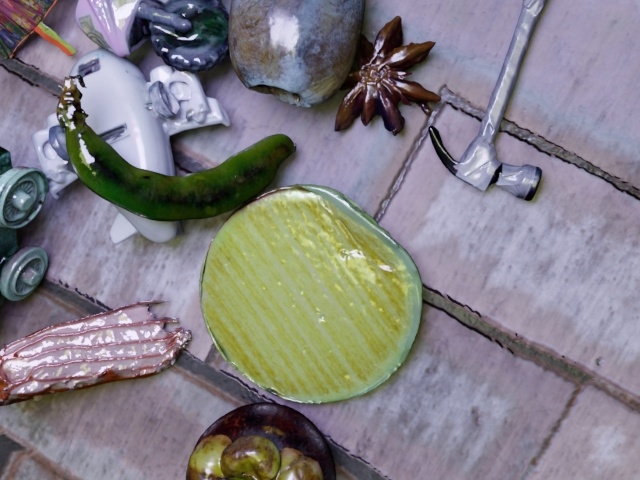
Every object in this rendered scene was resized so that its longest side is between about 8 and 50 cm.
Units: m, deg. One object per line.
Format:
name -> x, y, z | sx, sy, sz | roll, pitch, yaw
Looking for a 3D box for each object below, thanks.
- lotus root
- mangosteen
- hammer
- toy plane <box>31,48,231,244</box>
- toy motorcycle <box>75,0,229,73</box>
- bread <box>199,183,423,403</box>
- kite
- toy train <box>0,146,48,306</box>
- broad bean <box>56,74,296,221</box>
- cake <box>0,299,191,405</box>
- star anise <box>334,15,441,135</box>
lotus root -> -0.019, -0.320, 0.786 | 0.158, 0.140, 0.322 | 9, 81, -8
mangosteen -> -0.081, 0.300, 0.810 | 0.192, 0.217, 0.192 | -1, 86, 11
hammer -> 0.264, -0.267, 0.815 | 0.152, 0.044, 0.427 | 21, 95, 8
toy plane -> -0.247, -0.122, 0.860 | 0.267, 0.122, 0.266 | 0, 92, 7
toy motorcycle -> -0.216, -0.358, 0.826 | 0.188, 0.143, 0.327 | -8, 78, -4
bread -> -0.017, 0.077, 0.862 | 0.301, 0.045, 0.301 | 2, 101, 12
kite -> -0.391, -0.301, 0.846 | 0.241, 0.183, 0.014 | -17, 49, 39
toy train -> -0.468, 0.005, 0.824 | 0.150, 0.221, 0.304 | 26, 129, 11
broad bean -> -0.171, -0.091, 0.789 | 0.292, 0.049, 0.144 | 11, 91, -25
cake -> -0.321, 0.158, 0.899 | 0.287, 0.135, 0.098 | -18, 76, 1
star anise -> 0.071, -0.207, 0.838 | 0.168, 0.057, 0.167 | 0, 94, 8
